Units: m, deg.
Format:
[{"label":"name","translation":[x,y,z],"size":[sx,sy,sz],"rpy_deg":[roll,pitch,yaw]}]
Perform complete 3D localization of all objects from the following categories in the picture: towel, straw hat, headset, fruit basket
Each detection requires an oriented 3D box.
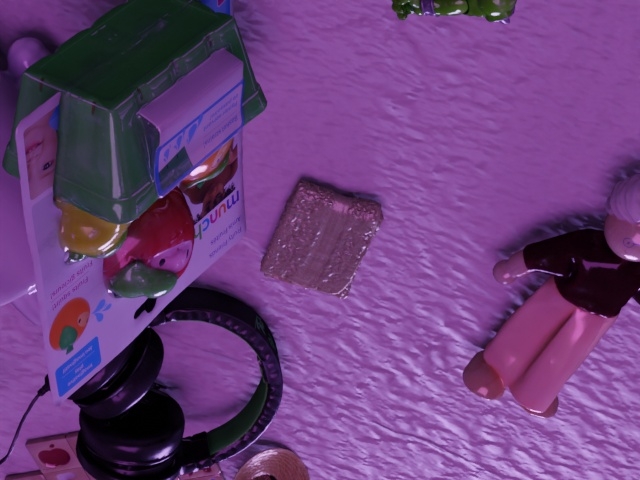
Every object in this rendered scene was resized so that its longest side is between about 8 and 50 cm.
[{"label":"towel","translation":[0.000,0.000,1.715],"size":[0.110,0.027,0.148],"rpy_deg":[16,131,-8]},{"label":"straw hat","translation":[-0.086,0.325,1.965],"size":[0.061,0.144,0.144],"rpy_deg":[12,146,50]},{"label":"headset","translation":[-0.244,0.170,1.838],"size":[0.394,0.185,0.243],"rpy_deg":[-15,125,-3]},{"label":"fruit basket","translation":[-0.162,-0.049,1.509],"size":[0.165,0.327,0.353],"rpy_deg":[19,133,28]}]

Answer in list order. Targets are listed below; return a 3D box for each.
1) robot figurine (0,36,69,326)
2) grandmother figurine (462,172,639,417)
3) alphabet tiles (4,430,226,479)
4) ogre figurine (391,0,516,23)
[{"label":"robot figurine","translation":[-0.366,-0.069,1.574],"size":[0.300,0.200,0.353],"rpy_deg":[-44,121,-8]},{"label":"grandmother figurine","translation":[0.296,0.060,1.695],"size":[0.208,0.104,0.342],"rpy_deg":[13,133,-17]},{"label":"alphabet tiles","translation":[-0.245,0.367,2.058],"size":[0.285,0.011,0.342],"rpy_deg":[-11,128,14]},{"label":"ogre figurine","translation":[0.140,-0.269,1.431],"size":[0.118,0.097,0.197],"rpy_deg":[21,118,2]}]
